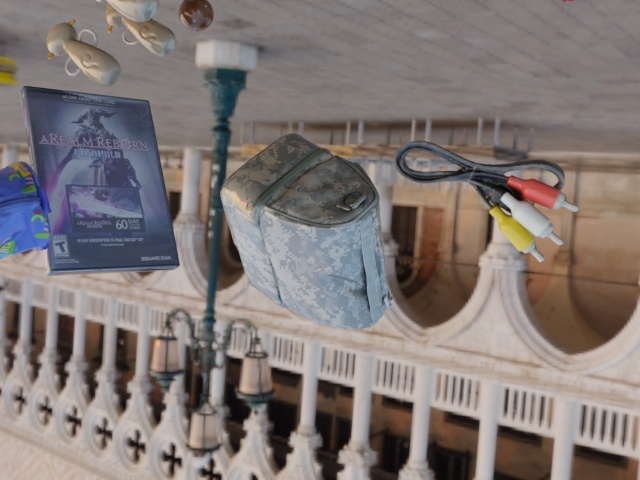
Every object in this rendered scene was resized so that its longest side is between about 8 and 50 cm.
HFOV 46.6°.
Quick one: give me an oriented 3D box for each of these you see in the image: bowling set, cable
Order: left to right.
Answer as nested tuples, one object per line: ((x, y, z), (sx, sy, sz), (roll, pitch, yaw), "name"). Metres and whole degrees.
((-0.267, -0.359, 1.095), (0.154, 0.287, 0.200), (36, -170, 16), "bowling set")
((0.256, -0.092, 1.139), (0.287, 0.139, 0.072), (30, -160, 3), "cable")

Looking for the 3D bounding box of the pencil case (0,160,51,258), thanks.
((-0.465, -0.005, 0.864), (0.133, 0.119, 0.306), (-5, -167, 46), "pencil case")

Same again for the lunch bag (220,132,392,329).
((0.000, 0.000, 1.306), (0.213, 0.305, 0.256), (-39, -129, -26), "lunch bag")

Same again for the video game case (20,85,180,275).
((-0.317, -0.086, 1.076), (0.196, 0.274, 0.026), (-1, 163, -41), "video game case")
